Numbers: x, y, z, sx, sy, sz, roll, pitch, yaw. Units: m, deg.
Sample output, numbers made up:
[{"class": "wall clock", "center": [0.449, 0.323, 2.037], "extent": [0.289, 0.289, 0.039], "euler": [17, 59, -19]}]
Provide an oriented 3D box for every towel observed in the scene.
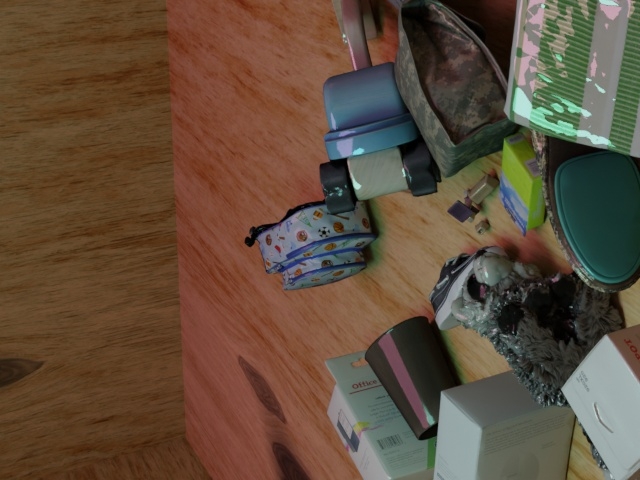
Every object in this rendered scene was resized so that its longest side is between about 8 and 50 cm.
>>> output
[{"class": "towel", "center": [0.435, -0.251, 1.531], "extent": [0.325, 0.038, 0.247], "euler": [16, 120, 26]}]

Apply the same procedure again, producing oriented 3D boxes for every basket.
[{"class": "basket", "center": [0.220, 0.314, 2.317], "extent": [0.226, 0.154, 0.204], "euler": [61, 149, 25]}]

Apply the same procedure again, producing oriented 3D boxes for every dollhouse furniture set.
[{"class": "dollhouse furniture set", "center": [0.325, -0.088, 2.069], "extent": [0.114, 0.091, 0.081], "euler": [-47, 13, 35]}]

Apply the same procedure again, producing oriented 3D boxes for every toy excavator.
[{"class": "toy excavator", "center": [0.099, -0.313, 2.150], "extent": [0.433, 0.223, 0.445], "euler": [-56, -46, -76]}]

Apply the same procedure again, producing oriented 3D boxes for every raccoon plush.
[{"class": "raccoon plush", "center": [0.384, 0.226, 1.876], "extent": [0.299, 0.216, 0.446], "euler": [171, 87, -73]}]

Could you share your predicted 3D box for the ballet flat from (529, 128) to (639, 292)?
[{"class": "ballet flat", "center": [0.420, -0.140, 1.708], "extent": [0.182, 0.164, 0.482], "euler": [86, 172, -77]}]

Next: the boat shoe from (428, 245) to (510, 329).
[{"class": "boat shoe", "center": [0.290, 0.075, 2.115], "extent": [0.301, 0.108, 0.102], "euler": [109, 141, -60]}]

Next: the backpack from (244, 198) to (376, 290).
[{"class": "backpack", "center": [0.000, 0.000, 2.527], "extent": [0.263, 0.277, 0.213], "euler": [-44, 66, 54]}]

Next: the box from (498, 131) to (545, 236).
[{"class": "box", "center": [0.366, -0.099, 1.885], "extent": [0.178, 0.042, 0.109], "euler": [80, 166, -57]}]

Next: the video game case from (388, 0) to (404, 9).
[{"class": "video game case", "center": [0.140, -0.509, 1.997], "extent": [0.329, 0.036, 0.300], "euler": [43, -173, -46]}]

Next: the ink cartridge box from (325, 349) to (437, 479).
[{"class": "ink cartridge box", "center": [0.155, 0.422, 2.427], "extent": [0.353, 0.207, 0.119], "euler": [58, 148, 38]}]

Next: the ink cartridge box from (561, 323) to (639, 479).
[{"class": "ink cartridge box", "center": [0.515, 0.221, 1.529], "extent": [0.171, 0.233, 0.168], "euler": [62, 151, 31]}]

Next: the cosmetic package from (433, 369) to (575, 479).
[{"class": "cosmetic package", "center": [0.347, 0.379, 1.974], "extent": [0.138, 0.224, 0.224], "euler": [43, 138, 51]}]

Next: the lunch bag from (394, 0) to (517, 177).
[{"class": "lunch bag", "center": [0.230, -0.289, 1.881], "extent": [0.287, 0.169, 0.235], "euler": [63, 178, 11]}]
